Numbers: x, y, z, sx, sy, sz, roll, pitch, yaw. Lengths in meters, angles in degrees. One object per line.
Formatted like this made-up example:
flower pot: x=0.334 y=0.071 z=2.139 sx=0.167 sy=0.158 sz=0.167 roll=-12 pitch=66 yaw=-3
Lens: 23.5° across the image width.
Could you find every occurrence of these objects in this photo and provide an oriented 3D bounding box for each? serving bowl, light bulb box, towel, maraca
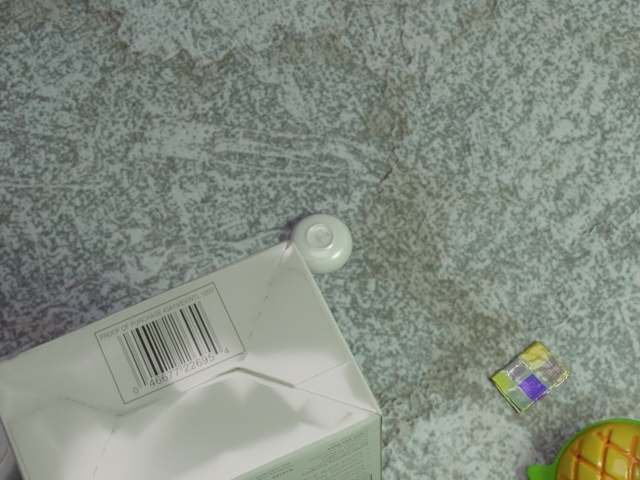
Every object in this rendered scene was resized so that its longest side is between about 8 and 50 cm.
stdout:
serving bowl: x=0.000 y=0.000 z=1.964 sx=0.083 sy=0.027 sz=0.083 roll=0 pitch=67 yaw=0
light bulb box: x=-0.133 y=0.225 z=1.691 sx=0.358 sy=0.361 sz=0.225 roll=-23 pitch=67 yaw=-8
towel: x=0.259 y=0.167 z=1.896 sx=0.083 sy=0.009 sz=0.060 roll=-35 pitch=71 yaw=-13
maraca: x=0.324 y=0.284 z=1.802 sx=0.185 sy=0.099 sz=0.127 roll=-31 pitch=65 yaw=17

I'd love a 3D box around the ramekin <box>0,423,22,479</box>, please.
ramekin: x=-0.434 y=0.243 z=1.826 sx=0.207 sy=0.109 sz=0.207 roll=-1 pitch=67 yaw=2
